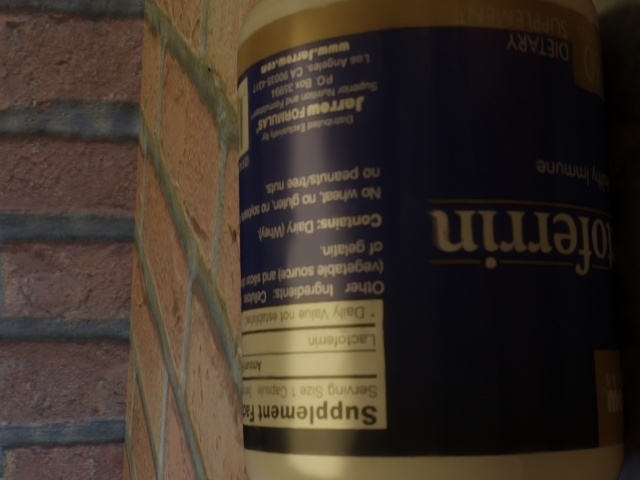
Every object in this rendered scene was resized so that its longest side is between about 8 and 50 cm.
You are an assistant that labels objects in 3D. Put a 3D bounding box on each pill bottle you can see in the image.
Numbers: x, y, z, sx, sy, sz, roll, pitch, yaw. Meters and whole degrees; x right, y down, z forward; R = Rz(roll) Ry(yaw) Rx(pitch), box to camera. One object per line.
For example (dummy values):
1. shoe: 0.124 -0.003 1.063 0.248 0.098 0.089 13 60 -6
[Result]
1. pill bottle: 0.043 0.034 0.436 0.153 0.153 0.265 156 114 -73
